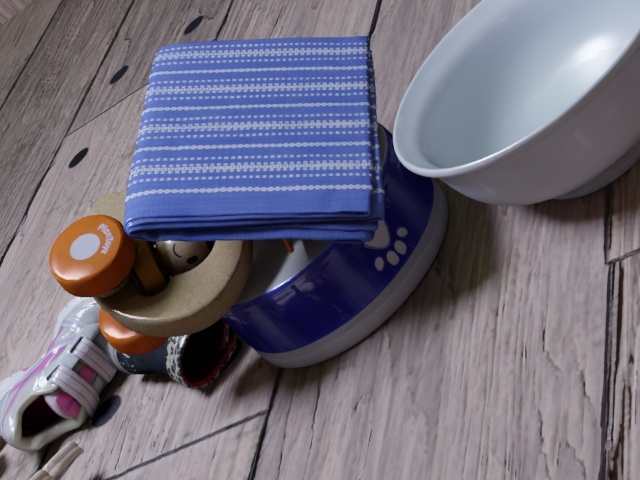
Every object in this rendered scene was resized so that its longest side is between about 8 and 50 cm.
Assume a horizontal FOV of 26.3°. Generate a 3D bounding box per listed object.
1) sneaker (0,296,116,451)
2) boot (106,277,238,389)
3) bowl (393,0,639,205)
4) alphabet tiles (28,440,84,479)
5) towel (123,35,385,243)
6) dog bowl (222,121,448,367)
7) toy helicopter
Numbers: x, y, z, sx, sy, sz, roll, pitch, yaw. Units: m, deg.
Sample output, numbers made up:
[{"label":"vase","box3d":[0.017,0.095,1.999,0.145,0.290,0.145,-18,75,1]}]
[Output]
[{"label":"sneaker","box3d":[-0.296,0.164,1.654,0.252,0.103,0.111,-49,29,6]},{"label":"boot","box3d":[-0.136,0.063,1.574,0.178,0.085,0.236,9,65,57]},{"label":"bowl","box3d":[0.223,-0.133,1.276,0.298,0.134,0.298,-34,28,22]},{"label":"alphabet tiles","box3d":[-0.351,0.330,1.424,0.284,0.021,0.278,-51,-1,21]},{"label":"towel","box3d":[-0.061,-0.106,1.370,0.243,0.040,0.336,-1,38,1]},{"label":"dog bowl","box3d":[0.000,0.000,1.440,0.265,0.104,0.265,-34,28,21]},{"label":"toy helicopter","box3d":[-0.122,-0.058,1.415,0.235,0.140,0.355,-8,51,19]}]
